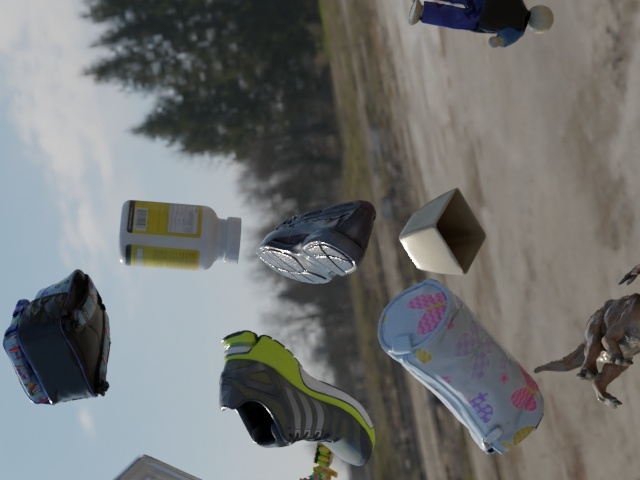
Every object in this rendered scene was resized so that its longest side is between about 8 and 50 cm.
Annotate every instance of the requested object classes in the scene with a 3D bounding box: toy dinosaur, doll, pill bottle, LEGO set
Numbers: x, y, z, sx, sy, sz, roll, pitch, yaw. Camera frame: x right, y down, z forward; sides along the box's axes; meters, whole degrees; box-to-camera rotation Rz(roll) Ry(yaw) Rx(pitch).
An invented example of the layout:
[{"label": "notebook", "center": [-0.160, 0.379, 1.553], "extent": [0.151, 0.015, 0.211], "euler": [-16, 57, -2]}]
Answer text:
[{"label": "toy dinosaur", "center": [0.451, 0.118, 1.758], "extent": [0.296, 0.127, 0.200], "euler": [-35, 39, 45]}, {"label": "doll", "center": [0.212, -0.302, 1.545], "extent": [0.046, 0.189, 0.129], "euler": [112, 165, -62]}, {"label": "pill bottle", "center": [-0.217, -0.006, 1.849], "extent": [0.103, 0.184, 0.103], "euler": [-175, 90, -84]}, {"label": "LEGO set", "center": [-0.054, 0.532, 2.465], "extent": [0.287, 0.107, 0.132], "euler": [-49, 64, 39]}]

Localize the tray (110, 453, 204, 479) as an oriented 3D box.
[{"label": "tray", "center": [-0.148, 0.329, 1.402], "extent": [0.145, 0.270, 0.030], "euler": [-39, -40, -49]}]

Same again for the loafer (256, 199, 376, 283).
[{"label": "loafer", "center": [0.000, 0.000, 1.822], "extent": [0.109, 0.095, 0.302], "euler": [37, 162, -17]}]

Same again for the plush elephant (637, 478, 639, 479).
[{"label": "plush elephant", "center": [0.352, 0.448, 1.343], "extent": [0.255, 0.272, 0.330], "euler": [50, 135, 12]}]

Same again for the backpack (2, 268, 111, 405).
[{"label": "backpack", "center": [-0.372, 0.132, 1.730], "extent": [0.173, 0.117, 0.158], "euler": [-91, -14, -57]}]

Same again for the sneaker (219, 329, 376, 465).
[{"label": "sneaker", "center": [-0.041, 0.254, 1.707], "extent": [0.300, 0.111, 0.121], "euler": [38, -127, -27]}]

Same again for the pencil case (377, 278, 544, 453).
[{"label": "pencil case", "center": [0.188, 0.171, 1.589], "extent": [0.273, 0.113, 0.124], "euler": [48, -116, -34]}]

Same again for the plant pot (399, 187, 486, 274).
[{"label": "plant pot", "center": [0.198, -0.008, 2.011], "extent": [0.109, 0.096, 0.109], "euler": [57, -137, -23]}]
